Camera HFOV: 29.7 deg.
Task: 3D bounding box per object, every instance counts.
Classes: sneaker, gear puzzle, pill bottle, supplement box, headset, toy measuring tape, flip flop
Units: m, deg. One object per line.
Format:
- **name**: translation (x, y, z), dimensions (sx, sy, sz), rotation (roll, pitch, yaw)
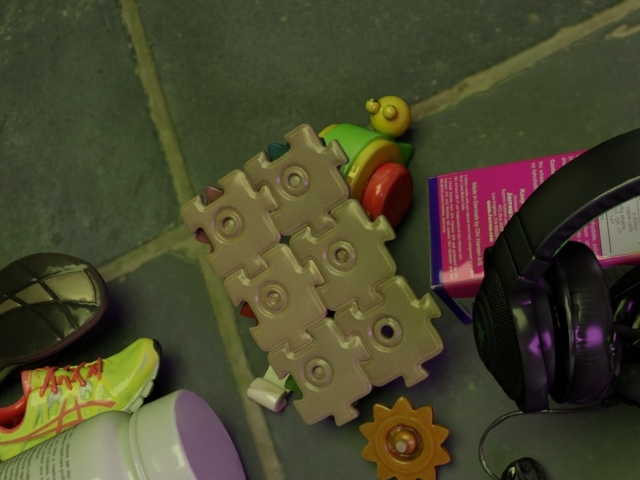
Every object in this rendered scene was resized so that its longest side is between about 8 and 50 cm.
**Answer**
- **sneaker**: translation (-0.251, 0.155, 1.203), dimensions (0.208, 0.094, 0.081), rotation (-36, 21, 5)
- **gear puzzle**: translation (0.023, 0.068, 1.101), dimensions (0.175, 0.044, 0.339), rotation (-33, 86, 23)
- **pill bottle**: translation (-0.221, 0.256, 1.125), dimensions (0.283, 0.160, 0.160), rotation (-27, 62, 12)
- **supplement box**: translation (0.216, -0.005, 1.070), dimensions (0.220, 0.111, 0.114), rotation (-8, 67, 20)
- **headset**: translation (0.231, 0.092, 0.918), dimensions (0.243, 0.394, 0.185), rotation (8, 43, -18)
- **toy measuring tape**: translation (0.000, 0.000, 1.160), dimensions (0.121, 0.121, 0.330), rotation (22, 80, 29)
- **flip flop**: translation (-0.326, 0.108, 1.284), dimensions (0.277, 0.080, 0.112), rotation (-38, 64, 23)
